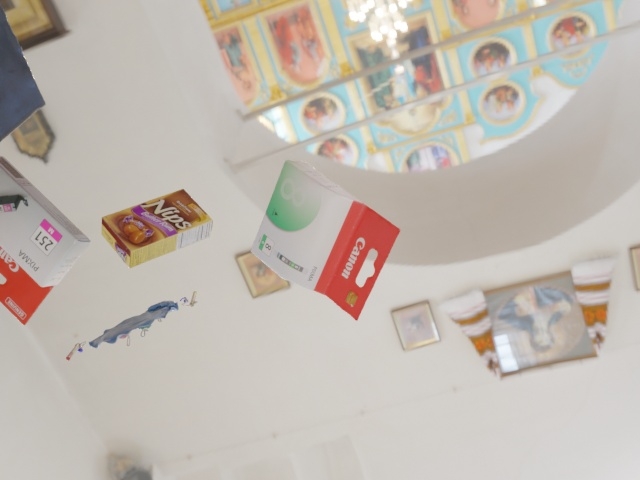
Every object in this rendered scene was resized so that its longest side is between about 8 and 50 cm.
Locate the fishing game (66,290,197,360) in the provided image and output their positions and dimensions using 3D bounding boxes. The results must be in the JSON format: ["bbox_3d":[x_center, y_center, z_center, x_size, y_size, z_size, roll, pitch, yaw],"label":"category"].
[{"bbox_3d":[-0.356,0.169,1.527,0.264,0.041,0.189,-25,-172,-8],"label":"fishing game"}]

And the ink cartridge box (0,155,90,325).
[{"bbox_3d":[-0.640,0.000,1.610,0.239,0.275,0.060,-50,170,9],"label":"ink cartridge box"}]

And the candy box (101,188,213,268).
[{"bbox_3d":[-0.319,-0.027,1.548,0.187,0.053,0.109,-24,-125,-36],"label":"candy box"}]

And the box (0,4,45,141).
[{"bbox_3d":[-0.739,-0.180,1.064,0.480,0.297,0.471,0,-142,23],"label":"box"}]

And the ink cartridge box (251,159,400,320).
[{"bbox_3d":[0.000,0.000,1.278,0.225,0.180,0.056,39,-152,32],"label":"ink cartridge box"}]
